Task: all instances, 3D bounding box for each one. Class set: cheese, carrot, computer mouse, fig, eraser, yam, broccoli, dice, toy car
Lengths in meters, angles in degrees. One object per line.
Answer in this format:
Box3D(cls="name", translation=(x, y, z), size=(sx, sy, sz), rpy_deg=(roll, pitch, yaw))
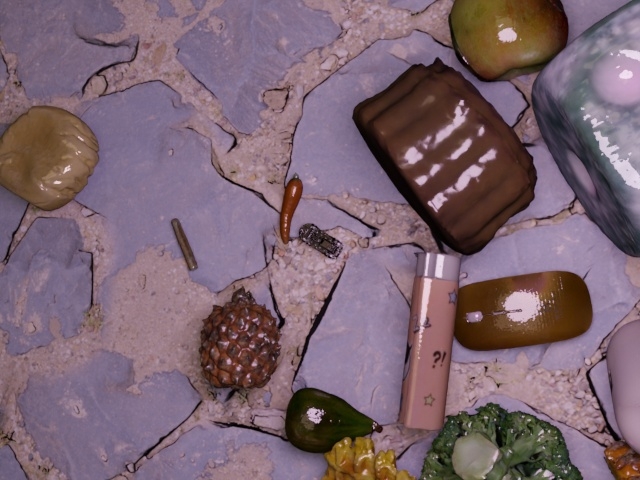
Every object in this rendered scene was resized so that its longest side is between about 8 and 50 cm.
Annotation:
Box3D(cls="cheese", translation=(-0.583, -0.180, 1.528), size=(0.226, 0.117, 0.214), rpy_deg=(37, 88, 20))
Box3D(cls="carrot", translation=(-0.060, -0.063, 1.420), size=(0.035, 0.035, 0.142), rpy_deg=(14, 95, 16))
Box3D(cls="computer mouse", translation=(0.352, 0.125, 1.280), size=(0.245, 0.056, 0.126), rpy_deg=(-9, 81, 15))
Box3D(cls="fig", translation=(0.024, 0.335, 1.324), size=(0.177, 0.117, 0.117), rpy_deg=(6, 86, -1))
Box3D(cls="eraser", translation=(0.189, 0.170, 1.259), size=(0.087, 0.171, 0.290), rpy_deg=(7, 87, 7))
Box3D(cls="yam", translation=(-0.278, 0.008, 1.474), size=(0.021, 0.021, 0.116), rpy_deg=(-25, 79, 11))
Box3D(cls="broccoli", translation=(0.281, 0.384, 1.167), size=(0.270, 0.270, 0.270), rpy_deg=(-15, 56, 23))
Box3D(cls="dice", translation=(0.554, -0.190, 1.117), size=(0.348, 0.328, 0.330), rpy_deg=(-32, 78, 10))
Box3D(cls="toy car", translation=(0.000, 0.000, 1.399), size=(0.093, 0.025, 0.041), rpy_deg=(33, 92, 12))

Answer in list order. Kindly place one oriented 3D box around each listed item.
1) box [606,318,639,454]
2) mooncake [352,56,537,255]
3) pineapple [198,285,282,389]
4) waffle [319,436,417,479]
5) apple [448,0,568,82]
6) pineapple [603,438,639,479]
Box3D(cls="box", translation=(0.623, 0.229, 1.088), size=(0.349, 0.289, 0.141), rpy_deg=(1, 115, 15))
Box3D(cls="mooncake", translation=(0.211, -0.141, 1.214), size=(0.187, 0.324, 0.324), rpy_deg=(-39, 76, 3))
Box3D(cls="pineapple", translation=(-0.149, 0.182, 1.354), size=(0.166, 0.166, 0.193), rpy_deg=(-3, 82, 14))
Box3D(cls="waffle", translation=(0.095, 0.503, 1.242), size=(0.307, 0.060, 0.312), rpy_deg=(47, 126, 25))
Box3D(cls="apple", translation=(0.333, -0.387, 1.286), size=(0.207, 0.174, 0.188), rpy_deg=(-10, 84, -3))
Box3D(cls="pineapple", translation=(0.592, 0.450, 1.063), size=(0.209, 0.286, 0.344), rpy_deg=(-26, 79, 11))
